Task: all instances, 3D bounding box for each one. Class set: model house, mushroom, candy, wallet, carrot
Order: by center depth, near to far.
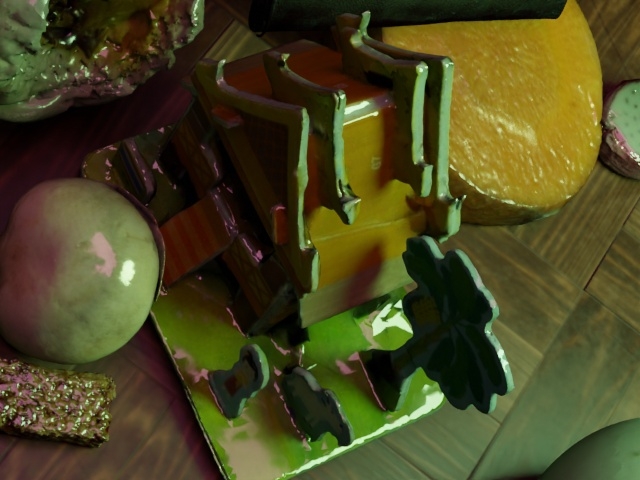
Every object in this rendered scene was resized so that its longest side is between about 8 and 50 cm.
[{"bbox_3d":[0.000,0.000,1.300,0.242,0.313,0.358,-20,78,-23],"label":"model house"},{"bbox_3d":[-0.198,0.026,1.324,0.154,0.122,0.154,-2,83,19],"label":"mushroom"},{"bbox_3d":[0.100,-0.255,1.409,0.318,0.172,0.045,-7,44,-28],"label":"wallet"},{"bbox_3d":[0.142,-0.157,1.543,0.258,0.100,0.307,-23,86,-28],"label":"carrot"},{"bbox_3d":[0.315,-0.110,1.605,0.103,0.043,0.103,7,67,-18],"label":"candy"}]

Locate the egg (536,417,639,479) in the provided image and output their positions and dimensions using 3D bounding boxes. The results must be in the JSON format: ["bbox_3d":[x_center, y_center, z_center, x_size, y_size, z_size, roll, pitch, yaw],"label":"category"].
[{"bbox_3d":[0.270,0.299,1.276,0.276,0.276,0.389,31,29,-6],"label":"egg"}]

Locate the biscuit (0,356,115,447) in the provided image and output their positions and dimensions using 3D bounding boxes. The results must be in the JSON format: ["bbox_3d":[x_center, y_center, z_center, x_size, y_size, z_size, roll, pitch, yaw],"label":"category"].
[{"bbox_3d":[-0.263,0.122,1.307,0.199,0.034,0.064,11,67,-15],"label":"biscuit"}]

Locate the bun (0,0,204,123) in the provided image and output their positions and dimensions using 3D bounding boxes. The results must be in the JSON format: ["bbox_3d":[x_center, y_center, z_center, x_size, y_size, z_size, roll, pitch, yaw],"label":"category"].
[{"bbox_3d":[-0.255,-0.206,1.347,0.281,0.205,0.281,25,25,-13],"label":"bun"}]
